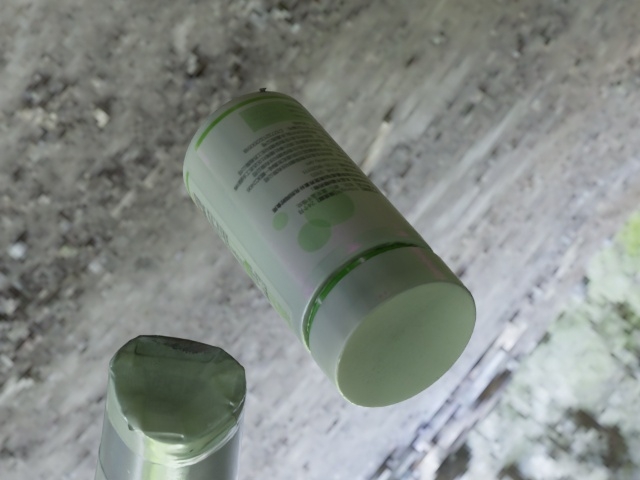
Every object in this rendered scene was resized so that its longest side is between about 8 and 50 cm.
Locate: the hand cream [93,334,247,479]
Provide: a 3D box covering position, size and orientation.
[{"bbox_3d":[-0.070,0.114,0.648,0.255,0.079,0.048,106,-3,-62],"label":"hand cream"}]

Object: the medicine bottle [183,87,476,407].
[{"bbox_3d":[0.000,0.000,0.785,0.086,0.183,0.086,-21,137,-21],"label":"medicine bottle"}]
